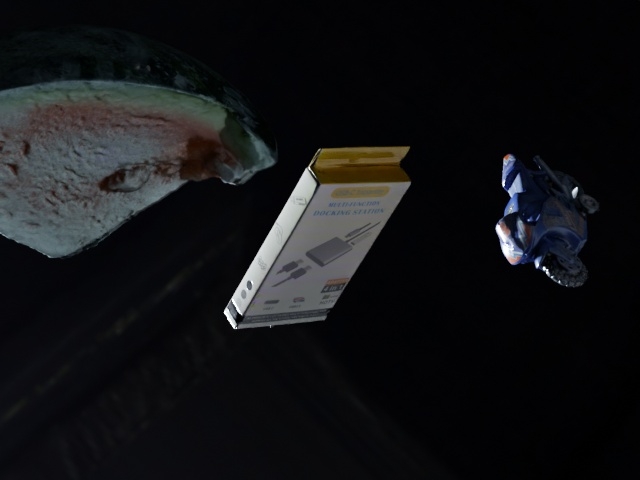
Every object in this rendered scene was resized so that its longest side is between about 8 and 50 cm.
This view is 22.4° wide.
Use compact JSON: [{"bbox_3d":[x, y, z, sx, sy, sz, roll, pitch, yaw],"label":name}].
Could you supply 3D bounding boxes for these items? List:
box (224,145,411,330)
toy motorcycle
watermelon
[{"bbox_3d":[0.000,0.000,1.712,0.129,0.033,0.247,-4,-42,-38],"label":"box"},{"bbox_3d":[0.257,-0.024,1.882,0.205,0.114,0.076,-82,15,-51],"label":"toy motorcycle"},{"bbox_3d":[-0.217,-0.079,1.378,0.289,0.319,0.214,-7,-68,-60],"label":"watermelon"}]
